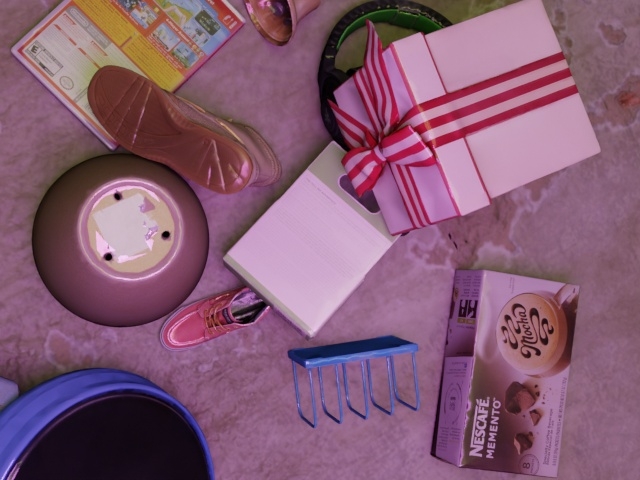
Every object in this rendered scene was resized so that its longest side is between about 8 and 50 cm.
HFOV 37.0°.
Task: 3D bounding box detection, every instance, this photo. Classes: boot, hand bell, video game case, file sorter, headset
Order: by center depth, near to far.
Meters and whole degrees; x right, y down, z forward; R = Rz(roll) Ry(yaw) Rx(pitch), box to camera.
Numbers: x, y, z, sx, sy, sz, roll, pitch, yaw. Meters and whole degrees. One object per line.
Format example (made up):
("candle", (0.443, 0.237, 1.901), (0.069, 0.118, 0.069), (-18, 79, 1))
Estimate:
("boot", (-0.184, -0.154, 1.351), (0.261, 0.203, 0.095), (30, 101, 9))
("video game case", (-0.279, -0.300, 1.412), (0.204, 0.025, 0.285), (45, 79, -8))
("file sorter", (0.051, 0.209, 1.423), (0.170, 0.118, 0.105), (-6, 92, -14))
("hand bell", (0.012, -0.403, 1.463), (0.242, 0.126, 0.126), (-32, 95, -26))
("headset", (0.105, -0.173, 1.467), (0.243, 0.185, 0.394), (10, 70, -9))

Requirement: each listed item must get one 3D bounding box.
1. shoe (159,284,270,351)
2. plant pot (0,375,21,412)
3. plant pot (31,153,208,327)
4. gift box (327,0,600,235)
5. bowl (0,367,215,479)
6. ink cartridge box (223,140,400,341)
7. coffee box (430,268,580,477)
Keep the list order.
("shoe", (-0.150, 0.110, 1.395), (0.177, 0.081, 0.064), (-24, 93, -14))
("plant pot", (-0.521, 0.260, 1.225), (0.252, 0.247, 0.247), (-3, 88, -29))
("plant pot", (-0.261, -0.006, 1.275), (0.256, 0.274, 0.257), (1, 88, -13))
("gift box", (0.160, -0.168, 1.264), (0.258, 0.255, 0.277), (-24, 86, -19))
("bowl", (-0.294, 0.366, 1.246), (0.391, 0.077, 0.392), (-5, 97, -47))
("ink cartridge box", (0.000, 0.000, 1.364), (0.171, 0.056, 0.235), (41, 78, 6))
("coffee box", (0.284, 0.203, 1.479), (0.168, 0.119, 0.297), (10, 85, -14))
